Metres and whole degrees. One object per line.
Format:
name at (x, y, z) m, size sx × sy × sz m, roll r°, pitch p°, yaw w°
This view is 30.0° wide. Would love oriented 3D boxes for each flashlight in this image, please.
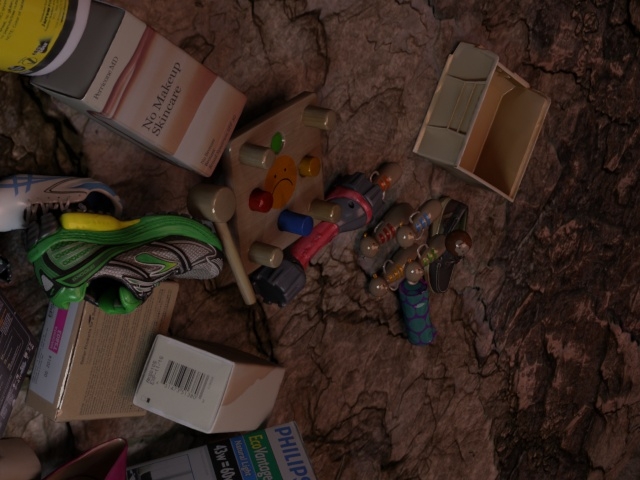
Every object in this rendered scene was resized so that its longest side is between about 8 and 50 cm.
flashlight at (0.000, 0.000, 2.210) m, size 0.304 × 0.103 × 0.103 m, roll -49°, pitch 177°, yaw -32°

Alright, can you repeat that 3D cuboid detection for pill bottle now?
pill bottle at (-0.460, -0.315, 1.440) m, size 0.334 × 0.188 × 0.187 m, roll 6°, pitch 101°, yaw -51°

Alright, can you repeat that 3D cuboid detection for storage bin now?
storage bin at (0.348, -0.250, 2.519) m, size 0.262 × 0.123 × 0.260 m, roll 23°, pitch 88°, yaw -52°

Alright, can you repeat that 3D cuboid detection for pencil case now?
pencil case at (0.212, 0.154, 2.581) m, size 0.070 × 0.064 × 0.151 m, roll -22°, pitch 126°, yaw -15°

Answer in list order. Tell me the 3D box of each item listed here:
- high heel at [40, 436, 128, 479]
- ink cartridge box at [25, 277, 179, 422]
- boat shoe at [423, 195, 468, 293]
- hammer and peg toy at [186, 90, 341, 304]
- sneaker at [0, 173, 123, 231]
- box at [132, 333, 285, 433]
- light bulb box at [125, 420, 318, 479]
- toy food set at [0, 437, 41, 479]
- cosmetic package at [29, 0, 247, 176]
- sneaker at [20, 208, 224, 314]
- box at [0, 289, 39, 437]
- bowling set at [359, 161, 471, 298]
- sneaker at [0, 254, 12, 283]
high heel at (-0.408, 0.380, 1.749) m, size 0.181 × 0.127 × 0.377 m, roll -64°, pitch 168°, yaw 3°
ink cartridge box at (-0.342, 0.161, 1.881) m, size 0.193 × 0.088 × 0.234 m, roll 8°, pitch 100°, yaw -51°
boat shoe at (0.279, 0.017, 2.594) m, size 0.080 × 0.073 × 0.223 m, roll -16°, pitch 117°, yaw -47°
hammer and peg toy at (-0.107, -0.072, 2.007) m, size 0.361 × 0.127 × 0.265 m, roll -38°, pitch 133°, yaw -45°
sneaker at (-0.390, -0.050, 1.731) m, size 0.237 × 0.086 × 0.085 m, roll -8°, pitch 114°, yaw -48°
box at (-0.177, 0.242, 1.992) m, size 0.311 × 0.148 × 0.121 m, roll 30°, pitch 79°, yaw -76°
light bulb box at (-0.164, 0.548, 2.043) m, size 0.361 × 0.225 × 0.357 m, roll -15°, pitch 123°, yaw -9°
toy food set at (-0.549, 0.453, 1.775) m, size 0.220 × 0.092 × 0.306 m, roll 5°, pitch 103°, yaw -64°
cosmetic package at (-0.262, -0.224, 1.772) m, size 0.296 × 0.129 × 0.153 m, roll 29°, pitch 85°, yaw -52°
sneaker at (-0.280, 0.045, 1.762) m, size 0.344 × 0.134 × 0.146 m, roll -1°, pitch 68°, yaw -46°
box at (-0.487, 0.176, 1.651) m, size 0.231 × 0.056 × 0.183 m, roll -79°, pitch 155°, yaw -42°
bowling set at (0.182, -0.001, 2.375) m, size 0.154 × 0.200 × 0.287 m, roll -43°, pitch 131°, yaw -29°
sneaker at (-0.464, 0.023, 1.683) m, size 0.038 × 0.069 × 0.098 m, roll -51°, pitch 139°, yaw -24°
